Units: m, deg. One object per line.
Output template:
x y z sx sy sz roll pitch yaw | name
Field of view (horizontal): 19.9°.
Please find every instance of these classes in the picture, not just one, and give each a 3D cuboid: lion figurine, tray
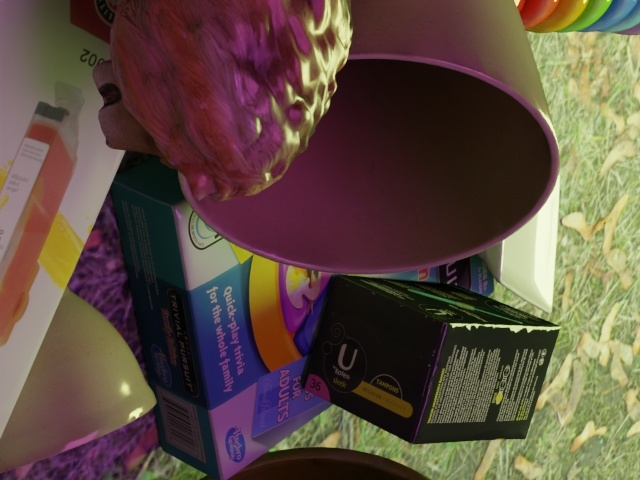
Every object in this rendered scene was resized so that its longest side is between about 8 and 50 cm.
-0.007 -0.202 1.090 0.392 0.142 0.240 -40 104 -40 | lion figurine
0.177 -0.019 1.623 0.270 0.030 0.145 26 69 -72 | tray

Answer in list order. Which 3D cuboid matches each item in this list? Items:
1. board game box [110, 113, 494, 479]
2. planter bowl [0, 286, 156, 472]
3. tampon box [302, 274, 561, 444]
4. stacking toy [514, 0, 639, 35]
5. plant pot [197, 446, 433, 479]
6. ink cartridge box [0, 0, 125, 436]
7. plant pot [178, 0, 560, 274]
0.000 0.000 1.478 0.336 0.079 0.254 -32 129 -35 | board game box
-0.206 0.088 1.248 0.162 0.162 0.109 -23 95 -40 | planter bowl
0.090 0.096 1.465 0.161 0.120 0.101 6 103 -49 | tampon box
0.201 -0.228 1.528 0.330 0.141 0.141 -16 119 -49 | stacking toy
0.025 0.410 1.519 0.366 0.366 0.353 -54 150 -16 | plant pot
-0.268 -0.070 1.085 0.279 0.160 0.385 26 87 -51 | ink cartridge box
0.032 -0.159 1.296 0.256 0.256 0.274 44 37 -48 | plant pot
